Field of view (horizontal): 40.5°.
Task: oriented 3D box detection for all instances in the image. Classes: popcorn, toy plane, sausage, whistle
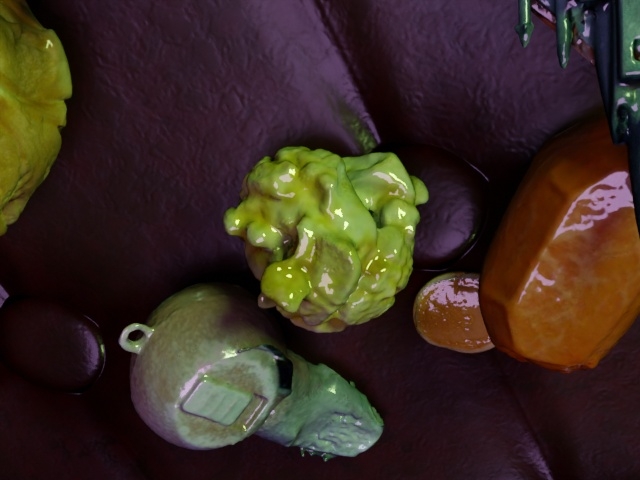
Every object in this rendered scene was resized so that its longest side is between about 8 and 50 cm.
[{"bbox_3d":[0.001,0.000,0.835,0.187,0.185,0.167,16,149,-32],"label":"popcorn"},{"bbox_3d":[0.249,-0.147,0.664,0.223,0.104,0.326,-2,82,12],"label":"toy plane"},{"bbox_3d":[0.244,0.003,0.810,0.153,0.141,0.268,20,120,-1],"label":"sausage"},{"bbox_3d":[-0.076,0.157,0.976,0.348,0.189,0.189,29,123,-32],"label":"whistle"}]

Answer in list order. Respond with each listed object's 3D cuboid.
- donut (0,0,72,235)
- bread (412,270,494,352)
[{"bbox_3d":[-0.418,-0.141,0.847,0.360,0.170,0.360,6,116,13],"label":"donut"},{"bbox_3d":[0.153,0.079,0.940,0.110,0.024,0.110,5,120,9],"label":"bread"}]
